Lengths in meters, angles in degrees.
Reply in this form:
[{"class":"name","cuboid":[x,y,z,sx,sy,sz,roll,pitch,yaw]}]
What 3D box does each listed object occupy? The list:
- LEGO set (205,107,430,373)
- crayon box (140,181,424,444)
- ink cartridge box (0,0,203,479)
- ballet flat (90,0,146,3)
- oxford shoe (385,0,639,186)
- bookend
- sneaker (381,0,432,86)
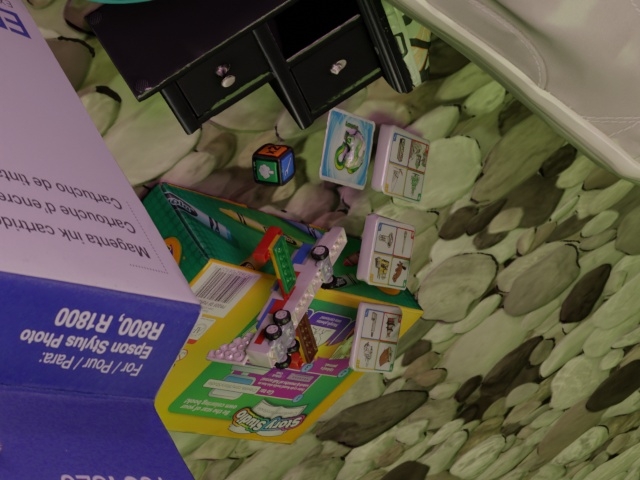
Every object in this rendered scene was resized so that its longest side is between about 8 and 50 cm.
[{"class":"LEGO set","cuboid":[0.000,0.000,1.186,0.244,0.060,0.182,11,88,-65]},{"class":"crayon box","cuboid":[-0.066,0.063,1.271,0.165,0.081,0.278,-46,148,19]},{"class":"ink cartridge box","cuboid":[-0.205,-0.024,0.757,0.071,0.330,0.324,-48,148,21]},{"class":"ballet flat","cuboid":[-0.008,-0.223,0.869,0.316,0.106,0.107,-21,141,20]},{"class":"oxford shoe","cuboid":[0.183,-0.147,1.011,0.449,0.169,0.130,27,151,-32]},{"class":"bookend","cuboid":[-0.039,-0.115,1.050,0.157,0.072,0.156,-32,150,-3]},{"class":"sneaker","cuboid":[0.063,-0.143,1.145,0.044,0.040,0.109,-34,151,-6]}]
